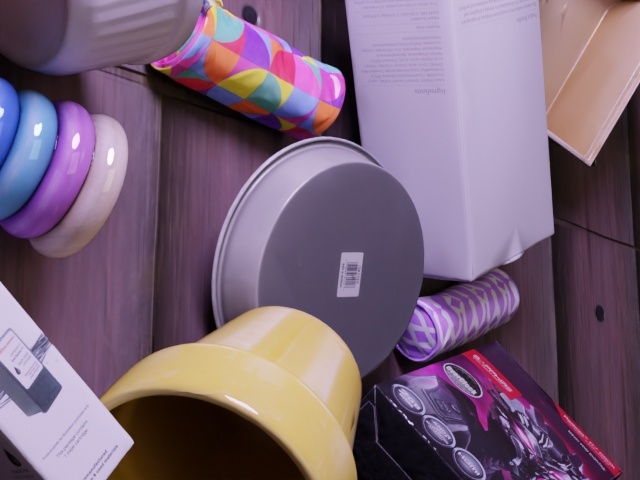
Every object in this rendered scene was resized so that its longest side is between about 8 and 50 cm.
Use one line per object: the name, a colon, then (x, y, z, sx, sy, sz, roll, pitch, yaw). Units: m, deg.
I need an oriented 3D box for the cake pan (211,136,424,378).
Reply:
cake pan: (0.011, 0.035, 1.356, 0.293, 0.054, 0.293, -11, 107, -42)

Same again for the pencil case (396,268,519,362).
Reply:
pencil case: (0.170, 0.088, 1.565, 0.088, 0.086, 0.206, 48, 36, 19)

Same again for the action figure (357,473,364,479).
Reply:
action figure: (0.080, 0.342, 1.369, 0.275, 0.141, 0.164, 30, 65, -9)

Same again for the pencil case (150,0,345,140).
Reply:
pencil case: (-0.079, -0.193, 1.350, 0.236, 0.104, 0.105, 27, 62, -43)

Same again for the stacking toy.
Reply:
stacking toy: (-0.333, -0.105, 1.043, 0.330, 0.141, 0.141, 27, 62, -33)

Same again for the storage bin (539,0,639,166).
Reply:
storage bin: (0.331, -0.284, 1.718, 0.262, 0.123, 0.260, 27, 96, -40)

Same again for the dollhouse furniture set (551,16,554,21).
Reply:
dollhouse furniture set: (0.335, -0.291, 1.838, 0.091, 0.081, 0.114, -38, 109, -45)

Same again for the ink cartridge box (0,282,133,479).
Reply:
ink cartridge box: (-0.278, 0.126, 1.011, 0.208, 0.153, 0.087, 55, 47, -21)

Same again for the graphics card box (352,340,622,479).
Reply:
graphics card box: (0.188, 0.244, 1.401, 0.233, 0.094, 0.371, 48, 24, 18)

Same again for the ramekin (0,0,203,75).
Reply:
ramekin: (-0.232, -0.269, 1.088, 0.127, 0.272, 0.273, -30, 103, -35)

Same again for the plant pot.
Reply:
plant pot: (-0.071, 0.188, 1.173, 0.254, 0.254, 0.239, 65, 27, -14)

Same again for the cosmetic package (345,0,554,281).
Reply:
cosmetic package: (0.162, -0.162, 1.502, 0.217, 0.156, 0.385, -21, 112, -49)
